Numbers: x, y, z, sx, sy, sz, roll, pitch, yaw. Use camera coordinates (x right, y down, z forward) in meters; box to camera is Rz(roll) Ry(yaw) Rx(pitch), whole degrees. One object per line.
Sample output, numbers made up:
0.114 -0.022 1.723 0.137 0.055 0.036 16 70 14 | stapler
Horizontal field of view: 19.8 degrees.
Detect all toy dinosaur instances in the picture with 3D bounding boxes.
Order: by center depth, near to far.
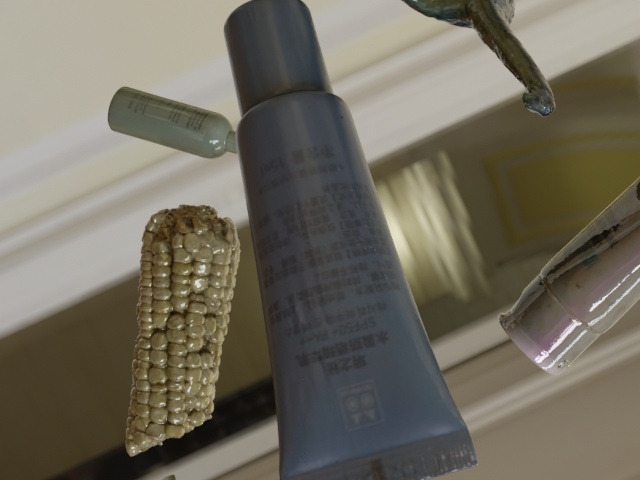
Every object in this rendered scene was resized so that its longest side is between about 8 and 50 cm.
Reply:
0.107 -0.204 1.386 0.147 0.076 0.363 35 23 -15 | toy dinosaur

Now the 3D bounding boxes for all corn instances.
-0.113 0.075 1.519 0.087 0.087 0.211 175 -81 -86 | corn

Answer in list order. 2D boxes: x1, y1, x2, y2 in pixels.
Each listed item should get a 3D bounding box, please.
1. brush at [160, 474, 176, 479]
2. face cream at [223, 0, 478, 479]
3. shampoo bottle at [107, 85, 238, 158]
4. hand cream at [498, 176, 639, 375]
-0.148 0.245 1.804 0.013 0.016 0.083 64 -2 -15 | brush
0.000 0.000 1.317 0.086 0.135 0.385 63 12 -65 | face cream
-0.145 -0.125 2.082 0.195 0.056 0.056 17 -24 19 | shampoo bottle
0.267 -0.026 1.405 0.070 0.312 0.111 37 14 -21 | hand cream
